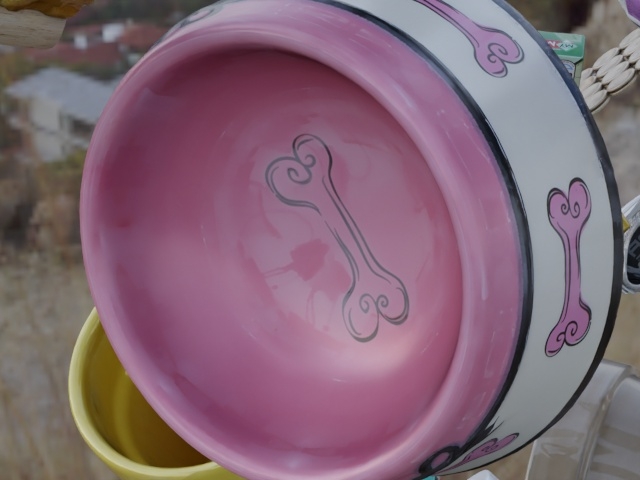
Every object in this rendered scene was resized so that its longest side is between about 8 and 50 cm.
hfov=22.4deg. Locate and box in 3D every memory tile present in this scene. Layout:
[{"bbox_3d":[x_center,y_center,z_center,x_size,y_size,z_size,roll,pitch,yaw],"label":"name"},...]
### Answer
[{"bbox_3d":[0.321,-0.183,1.768,0.113,0.012,0.148,-39,14,13],"label":"memory tile"}]

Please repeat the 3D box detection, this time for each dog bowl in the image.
[{"bbox_3d":[0.000,0.000,1.161,0.408,0.408,0.150,17,22,29],"label":"dog bowl"}]

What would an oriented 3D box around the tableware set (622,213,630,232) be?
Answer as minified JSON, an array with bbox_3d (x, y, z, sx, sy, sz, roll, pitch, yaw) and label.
[{"bbox_3d":[0.194,0.010,1.285,0.154,0.104,0.024,-24,69,-45],"label":"tableware set"}]

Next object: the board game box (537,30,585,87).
[{"bbox_3d":[0.092,-0.122,1.618,0.317,0.213,0.046,6,39,5],"label":"board game box"}]

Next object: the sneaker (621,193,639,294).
[{"bbox_3d":[0.399,-0.047,1.668,0.105,0.281,0.115,31,25,-7],"label":"sneaker"}]

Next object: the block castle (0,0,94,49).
[{"bbox_3d":[-0.216,-0.362,0.980,0.213,0.453,0.303,5,-14,-33],"label":"block castle"}]

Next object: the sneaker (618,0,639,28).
[{"bbox_3d":[0.249,-0.180,1.027,0.161,0.102,0.282,31,5,-33],"label":"sneaker"}]

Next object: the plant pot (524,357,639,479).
[{"bbox_3d":[0.418,0.320,1.925,0.280,0.323,0.323,11,30,24],"label":"plant pot"}]

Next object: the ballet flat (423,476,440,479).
[{"bbox_3d":[0.073,0.371,1.985,0.091,0.077,0.241,28,77,19],"label":"ballet flat"}]

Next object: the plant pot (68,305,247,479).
[{"bbox_3d":[-0.072,0.157,1.519,0.254,0.239,0.254,-11,55,15],"label":"plant pot"}]

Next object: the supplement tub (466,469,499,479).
[{"bbox_3d":[0.228,0.424,1.704,0.325,0.235,0.235,43,37,1],"label":"supplement tub"}]
